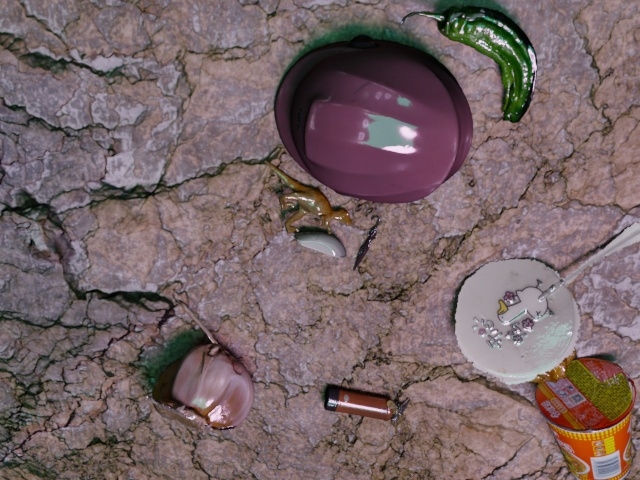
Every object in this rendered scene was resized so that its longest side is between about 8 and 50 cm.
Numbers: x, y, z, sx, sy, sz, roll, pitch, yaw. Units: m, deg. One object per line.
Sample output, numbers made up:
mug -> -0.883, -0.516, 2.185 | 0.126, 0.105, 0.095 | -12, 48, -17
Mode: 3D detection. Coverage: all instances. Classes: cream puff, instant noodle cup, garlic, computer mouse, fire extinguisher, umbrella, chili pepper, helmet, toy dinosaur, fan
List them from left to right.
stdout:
garlic -> -0.252, 0.259, 1.276 | 0.207, 0.207, 0.257 | -18, 105, 7
toy dinosaur -> -0.020, -0.085, 1.217 | 0.126, 0.039, 0.162 | -17, 91, -16
computer mouse -> 0.000, 0.000, 1.237 | 0.110, 0.056, 0.032 | 19, 105, -6
umbrella -> 0.089, 0.009, 1.263 | 0.022, 0.013, 0.122 | 22, 113, 4
fire extinguisher -> 0.098, 0.341, 1.389 | 0.177, 0.050, 0.062 | 11, 75, -6
helmet -> 0.089, -0.180, 1.087 | 0.338, 0.197, 0.271 | 9, 115, -5
chili pepper -> 0.267, -0.316, 1.096 | 0.279, 0.065, 0.122 | 37, 105, -19
cream puff -> 0.443, 0.234, 1.308 | 0.122, 0.116, 0.094 | -22, 100, 25
fan -> 0.437, 0.095, 1.258 | 0.414, 0.012, 0.233 | -39, 81, 3
instant noodle cup -> 0.550, 0.379, 1.347 | 0.193, 0.193, 0.212 | -19, 120, 8
